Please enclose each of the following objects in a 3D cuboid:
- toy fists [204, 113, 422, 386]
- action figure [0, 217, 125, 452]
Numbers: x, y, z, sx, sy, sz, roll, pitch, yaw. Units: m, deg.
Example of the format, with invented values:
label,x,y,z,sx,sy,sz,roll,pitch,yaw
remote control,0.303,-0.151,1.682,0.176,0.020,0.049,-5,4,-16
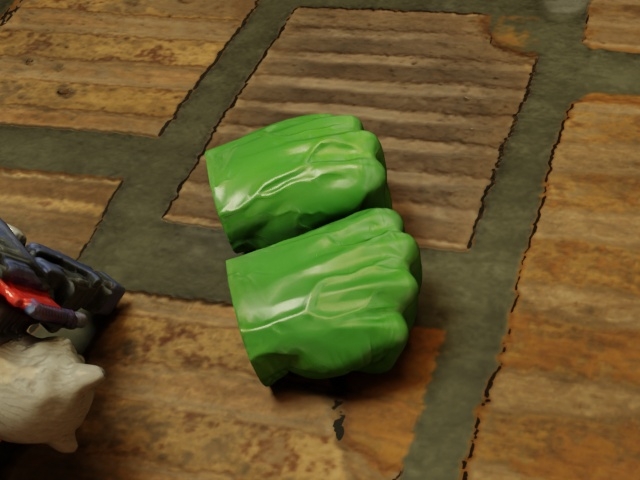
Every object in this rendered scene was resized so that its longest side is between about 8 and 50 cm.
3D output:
label,x,y,z,sx,sy,sz,roll,pitch,yaw
toy fists,0.000,0.000,1.026,0.142,0.096,0.279,-19,40,4
action figure,-0.282,0.053,0.914,0.330,0.341,0.178,25,87,22
